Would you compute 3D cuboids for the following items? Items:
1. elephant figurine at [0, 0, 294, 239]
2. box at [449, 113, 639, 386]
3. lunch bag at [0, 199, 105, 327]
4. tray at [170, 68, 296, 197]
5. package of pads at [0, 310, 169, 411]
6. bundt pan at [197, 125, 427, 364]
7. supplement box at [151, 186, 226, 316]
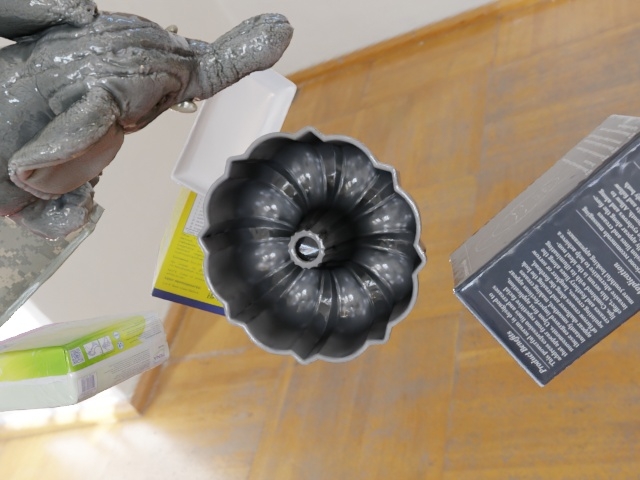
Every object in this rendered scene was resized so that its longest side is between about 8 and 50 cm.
[{"bbox_3d":[-0.173,-0.110,0.555,0.239,0.169,0.186,-23,31,40],"label":"elephant figurine"},{"bbox_3d":[0.428,0.002,1.303,0.395,0.212,0.293,-42,3,13],"label":"box"},{"bbox_3d":[-0.516,-0.009,1.206,0.287,0.235,0.169,-44,17,7],"label":"lunch bag"},{"bbox_3d":[-0.146,-0.184,1.330,0.030,0.145,0.270,-12,53,56],"label":"tray"},{"bbox_3d":[-0.424,0.197,1.287,0.296,0.101,0.229,-10,6,30],"label":"package of pads"},{"bbox_3d":[0.000,0.000,1.121,0.331,0.331,0.124,-19,5,22],"label":"bundt pan"},{"bbox_3d":[-0.207,-0.046,1.669,0.195,0.194,0.356,-100,32,-58],"label":"supplement box"}]
